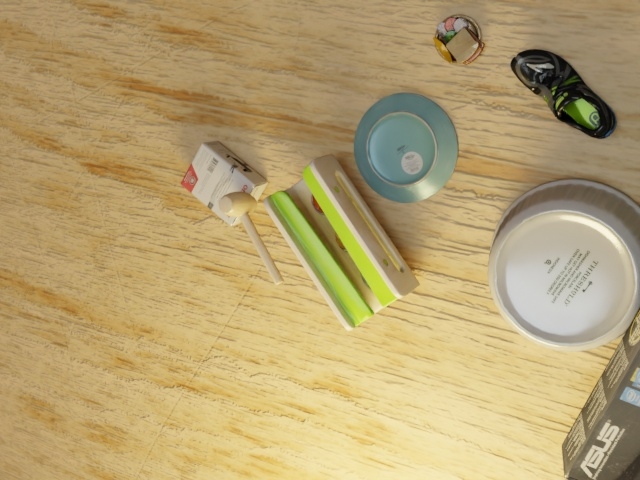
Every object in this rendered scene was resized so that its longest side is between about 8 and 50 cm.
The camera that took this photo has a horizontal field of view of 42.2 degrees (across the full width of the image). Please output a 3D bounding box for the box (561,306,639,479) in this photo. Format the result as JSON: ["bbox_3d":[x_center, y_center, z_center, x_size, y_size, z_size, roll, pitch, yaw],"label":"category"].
[{"bbox_3d":[0.571,0.228,1.177,0.318,0.097,0.395,22,116,4],"label":"box"}]

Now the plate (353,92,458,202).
[{"bbox_3d":[0.140,-0.155,1.408,0.188,0.024,0.188,5,102,24],"label":"plate"}]

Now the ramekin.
[{"bbox_3d":[0.381,0.045,1.275,0.272,0.127,0.273,5,102,25],"label":"ramekin"}]

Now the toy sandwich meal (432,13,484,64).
[{"bbox_3d":[0.219,-0.321,1.331,0.085,0.029,0.086,5,103,25],"label":"toy sandwich meal"}]

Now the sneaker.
[{"bbox_3d":[0.368,-0.224,1.253,0.188,0.078,0.067,44,115,12],"label":"sneaker"}]

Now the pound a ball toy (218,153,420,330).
[{"bbox_3d":[0.000,0.000,1.443,0.208,0.135,0.319,-36,85,28],"label":"pound a ball toy"}]

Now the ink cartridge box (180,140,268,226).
[{"bbox_3d":[-0.179,-0.107,1.552,0.135,0.056,0.099,39,115,14],"label":"ink cartridge box"}]
